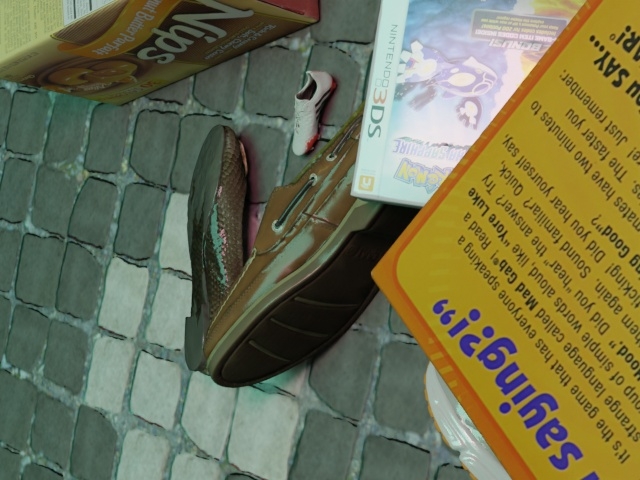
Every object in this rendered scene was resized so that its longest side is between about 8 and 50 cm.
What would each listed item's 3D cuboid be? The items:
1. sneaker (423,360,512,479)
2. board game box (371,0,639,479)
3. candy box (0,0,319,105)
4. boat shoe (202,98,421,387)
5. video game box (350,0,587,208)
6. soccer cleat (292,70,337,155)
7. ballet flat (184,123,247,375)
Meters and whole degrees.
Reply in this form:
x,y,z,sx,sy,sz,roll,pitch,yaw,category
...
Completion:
x,y,z,sx,sy,sz,roll,pitch,yaw,category
0.186,0.159,0.991,0.121,0.099,0.262,-47,61,19,sneaker
0.323,0.032,0.681,0.356,0.356,0.357,-52,52,25,board game box
-0.176,-0.227,1.332,0.316,0.182,0.088,-16,73,42,candy box
0.000,0.000,1.184,0.307,0.110,0.104,-45,55,16,boat shoe
0.137,-0.109,1.044,0.205,0.048,0.187,8,92,16,video game box
-0.013,-0.120,1.259,0.029,0.035,0.083,33,106,42,soccer cleat
-0.094,0.009,1.311,0.084,0.058,0.250,148,126,-61,ballet flat
